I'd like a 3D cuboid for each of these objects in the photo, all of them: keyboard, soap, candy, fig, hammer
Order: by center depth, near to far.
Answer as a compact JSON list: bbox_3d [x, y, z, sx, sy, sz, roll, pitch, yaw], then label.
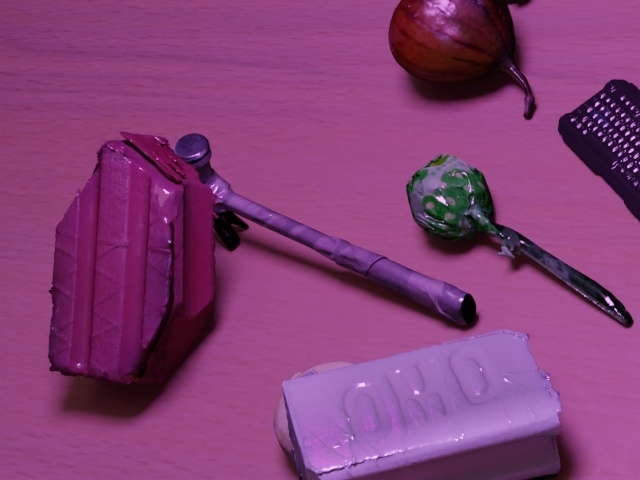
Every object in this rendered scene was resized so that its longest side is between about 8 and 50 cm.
[{"bbox_3d":[0.101,0.182,1.680,0.261,0.094,0.150,-13,44,-5],"label":"soap"},{"bbox_3d":[0.215,0.006,1.841,0.097,0.097,0.323,-46,51,-10],"label":"candy"},{"bbox_3d":[0.358,-0.090,1.865,0.106,0.016,0.262,-35,43,1],"label":"keyboard"},{"bbox_3d":[0.001,-0.001,1.940,0.427,0.152,0.044,24,59,37],"label":"hammer"},{"bbox_3d":[-0.216,0.019,1.964,0.182,0.112,0.289,4,95,28],"label":"soap"},{"bbox_3d":[0.172,-0.255,2.033,0.202,0.149,0.148,9,53,32],"label":"fig"}]

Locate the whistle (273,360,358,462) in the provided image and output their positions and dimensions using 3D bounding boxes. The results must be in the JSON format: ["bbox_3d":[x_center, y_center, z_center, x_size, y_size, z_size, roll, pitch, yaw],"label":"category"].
[{"bbox_3d":[0.035,0.208,1.775,0.126,0.067,0.258,-39,46,-8],"label":"whistle"}]
